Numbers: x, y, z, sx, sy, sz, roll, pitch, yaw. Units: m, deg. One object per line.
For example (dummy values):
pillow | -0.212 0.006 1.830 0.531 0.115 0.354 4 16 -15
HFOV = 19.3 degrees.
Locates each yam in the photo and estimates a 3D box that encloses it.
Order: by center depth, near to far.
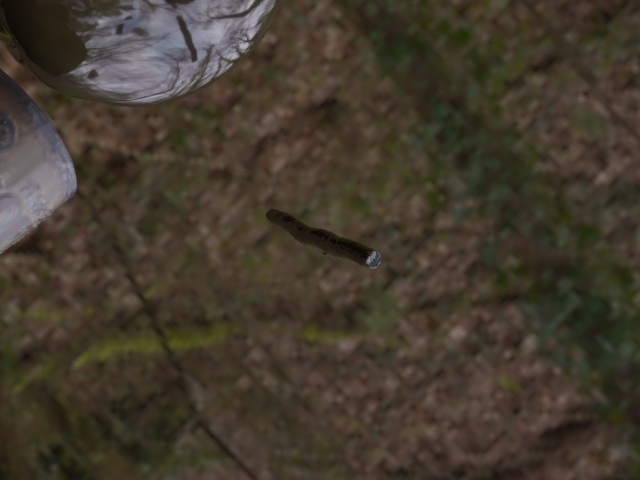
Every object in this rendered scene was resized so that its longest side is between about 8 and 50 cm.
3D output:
yam | -0.001 -0.001 2.069 0.234 0.029 0.027 24 -91 58

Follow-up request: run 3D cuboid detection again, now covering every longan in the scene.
longan | -0.215 -0.336 2.113 0.404 0.336 0.404 -24 135 -27

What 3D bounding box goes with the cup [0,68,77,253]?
cup | -0.437 -0.040 2.031 0.257 0.227 0.301 -44 176 -24
